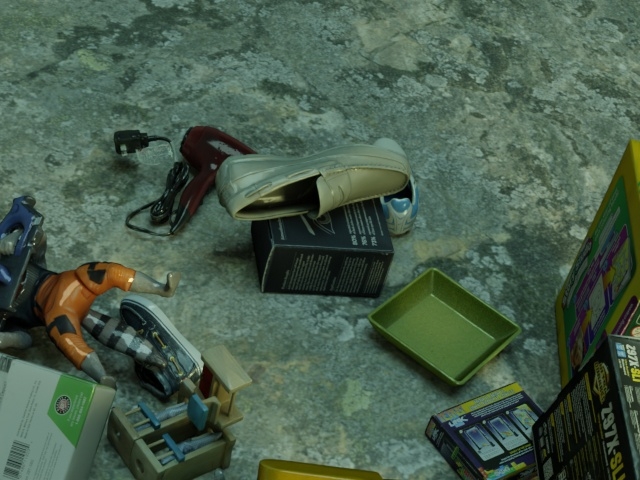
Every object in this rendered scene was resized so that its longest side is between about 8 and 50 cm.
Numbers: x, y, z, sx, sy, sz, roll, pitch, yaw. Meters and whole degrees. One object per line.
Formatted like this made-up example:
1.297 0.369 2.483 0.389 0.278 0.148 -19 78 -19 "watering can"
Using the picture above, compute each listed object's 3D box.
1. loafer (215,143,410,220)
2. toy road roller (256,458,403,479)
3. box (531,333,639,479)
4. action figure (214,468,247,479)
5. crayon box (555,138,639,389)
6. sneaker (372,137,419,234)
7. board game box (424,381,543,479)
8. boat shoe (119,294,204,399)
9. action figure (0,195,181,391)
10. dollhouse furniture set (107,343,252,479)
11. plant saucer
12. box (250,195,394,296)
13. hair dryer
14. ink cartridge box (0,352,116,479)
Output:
-0.005 -0.081 2.119 0.320 0.112 0.111 -7 50 -14 "loafer"
0.046 0.377 1.642 0.330 0.202 0.240 8 -1 -7 "toy road roller"
0.384 0.328 1.794 0.079 0.257 0.322 10 50 -16 "box"
-0.187 0.379 1.722 0.137 0.063 0.232 3 28 43 "action figure"
0.471 0.084 2.051 0.106 0.362 0.313 13 41 -4 "crayon box"
0.133 -0.111 2.374 0.085 0.086 0.237 5 41 -10 "sneaker"
0.264 0.296 1.990 0.170 0.048 0.141 -16 48 -31 "board game box"
-0.253 0.154 1.969 0.083 0.065 0.183 -29 57 -37 "boat shoe"
-0.398 0.131 1.893 0.330 0.178 0.341 17 74 25 "action figure"
-0.195 0.228 1.814 0.129 0.183 0.129 -20 52 -34 "dollhouse furniture set"
0.194 0.146 2.136 0.188 0.045 0.188 36 45 21 "plant saucer"
0.000 0.000 2.188 0.207 0.108 0.153 3 43 -14 "box"
-0.201 -0.097 2.281 0.294 0.080 0.223 -8 62 -17 "hair dryer"
-0.399 0.232 1.730 0.220 0.092 0.160 17 84 12 "ink cartridge box"
